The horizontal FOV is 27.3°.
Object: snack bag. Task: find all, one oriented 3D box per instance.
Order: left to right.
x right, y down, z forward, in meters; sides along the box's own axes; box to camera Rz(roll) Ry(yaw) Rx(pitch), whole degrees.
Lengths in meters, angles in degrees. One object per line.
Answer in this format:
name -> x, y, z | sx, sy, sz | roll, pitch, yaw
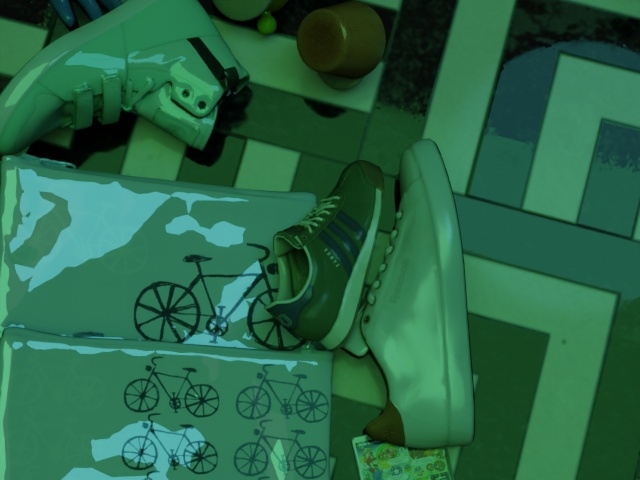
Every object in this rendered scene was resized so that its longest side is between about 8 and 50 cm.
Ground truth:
snack bag -> -0.138, 0.097, 1.193 | 0.323, 0.037, 0.342 | 6, 75, -19

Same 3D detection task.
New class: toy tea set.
toy tea set -> -0.010, -0.315, 1.289 | 0.200, 0.124, 0.336 | 2, 99, 34

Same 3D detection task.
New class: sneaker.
sneaker -> -0.185, -0.128, 1.246 | 0.256, 0.094, 0.151 | -39, 82, -20
sneaker -> 0.000, 0.000, 1.222 | 0.086, 0.064, 0.192 | 22, 66, -22
sneaker -> 0.073, 0.047, 1.222 | 0.123, 0.106, 0.290 | -4, 78, 3

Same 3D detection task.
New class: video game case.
video game case -> 0.084, 0.236, 1.236 | 0.087, 0.011, 0.122 | -12, 80, -1

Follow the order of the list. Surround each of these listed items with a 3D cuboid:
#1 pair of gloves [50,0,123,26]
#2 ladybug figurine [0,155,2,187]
pair of gloves -> -0.208, -0.310, 1.304 | 0.198, 0.023, 0.159 | -44, 78, 12
ladybug figurine -> -0.436, 0.090, 1.189 | 0.305, 0.162, 0.449 | 26, 81, 4
